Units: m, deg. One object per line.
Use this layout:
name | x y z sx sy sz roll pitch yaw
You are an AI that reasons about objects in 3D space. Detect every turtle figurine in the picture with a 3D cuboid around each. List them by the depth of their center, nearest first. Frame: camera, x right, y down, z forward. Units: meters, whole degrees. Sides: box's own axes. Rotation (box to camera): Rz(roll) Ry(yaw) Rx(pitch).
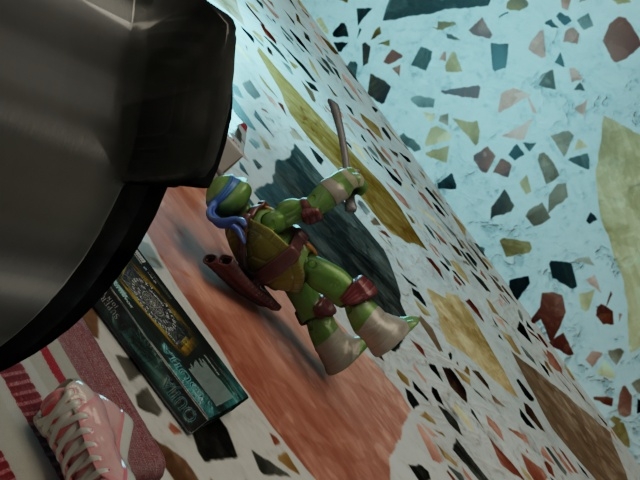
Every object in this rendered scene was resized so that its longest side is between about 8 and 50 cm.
turtle figurine | 0.000 0.000 1.752 0.266 0.198 0.275 53 16 -9

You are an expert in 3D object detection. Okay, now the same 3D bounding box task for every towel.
towel | -0.245 0.085 1.067 0.237 0.037 0.329 57 16 13

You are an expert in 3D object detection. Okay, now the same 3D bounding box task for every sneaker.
sneaker | -0.163 0.141 1.027 0.070 0.051 0.134 45 15 -24

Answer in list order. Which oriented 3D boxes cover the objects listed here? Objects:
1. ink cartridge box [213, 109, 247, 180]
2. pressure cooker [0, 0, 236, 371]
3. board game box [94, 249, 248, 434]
ink cartridge box | -0.145 -0.145 1.952 0.099 0.056 0.135 48 13 -16
pressure cooker | -0.265 -0.101 0.756 0.370 0.375 0.420 53 14 20
board game box | -0.146 0.086 1.400 0.186 0.026 0.126 53 14 6
